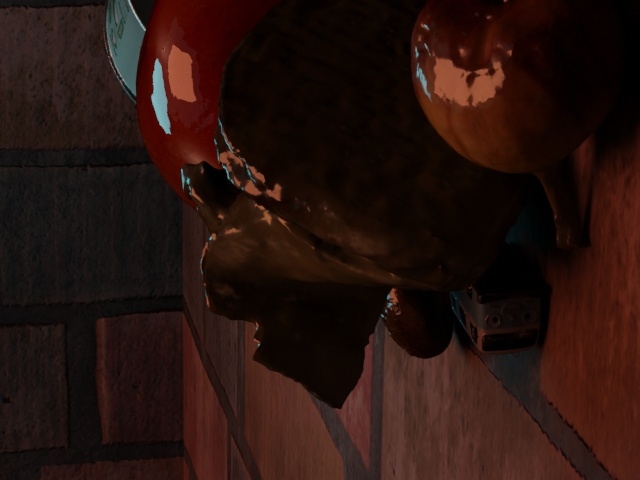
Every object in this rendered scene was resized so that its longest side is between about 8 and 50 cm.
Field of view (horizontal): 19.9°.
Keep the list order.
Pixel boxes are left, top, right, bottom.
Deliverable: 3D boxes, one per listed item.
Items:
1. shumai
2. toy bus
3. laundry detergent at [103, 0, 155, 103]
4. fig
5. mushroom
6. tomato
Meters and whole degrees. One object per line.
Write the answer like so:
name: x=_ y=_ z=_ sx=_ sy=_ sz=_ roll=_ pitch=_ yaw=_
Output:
shumai: x=0.038 y=-0.033 z=1.544 sx=0.288 sy=0.292 sz=0.330 roll=91 pitch=-165 yaw=-45
toy bus: x=0.146 y=0.051 z=1.532 sx=0.123 sy=0.060 sz=0.075 roll=-117 pitch=23 yaw=-69
laundry detergent: x=-0.112 y=-0.280 z=2.177 sx=0.305 sy=0.287 sz=0.287 roll=133 pitch=134 yaw=-74
fig: x=0.141 y=-0.087 z=1.312 sx=0.160 sy=0.143 sz=0.230 roll=23 pitch=121 yaw=37
mushroom: x=0.093 y=0.049 z=1.732 sx=0.109 sy=0.085 sz=0.126 roll=106 pitch=164 yaw=-60
tomato: x=-0.030 y=-0.162 z=1.757 sx=0.293 sy=0.290 sz=0.325 roll=-178 pitch=101 yaw=-79
